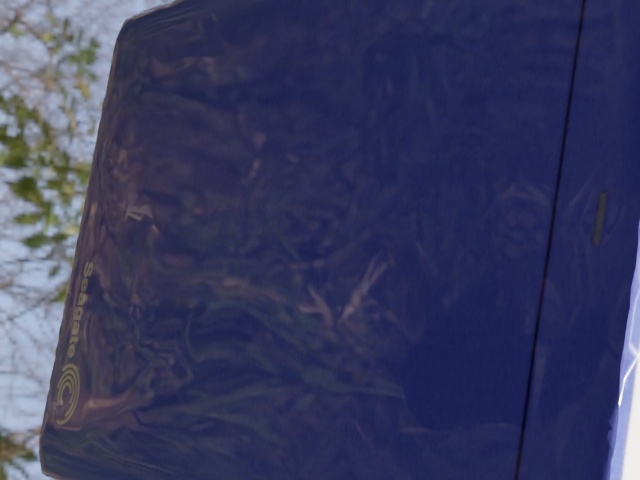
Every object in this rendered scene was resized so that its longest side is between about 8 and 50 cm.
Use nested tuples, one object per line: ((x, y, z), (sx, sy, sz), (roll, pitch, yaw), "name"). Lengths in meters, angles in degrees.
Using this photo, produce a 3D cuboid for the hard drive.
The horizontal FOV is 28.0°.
((0.000, 0.000, 0.445), (0.318, 0.040, 0.210), (-2, -103, 55), "hard drive")
